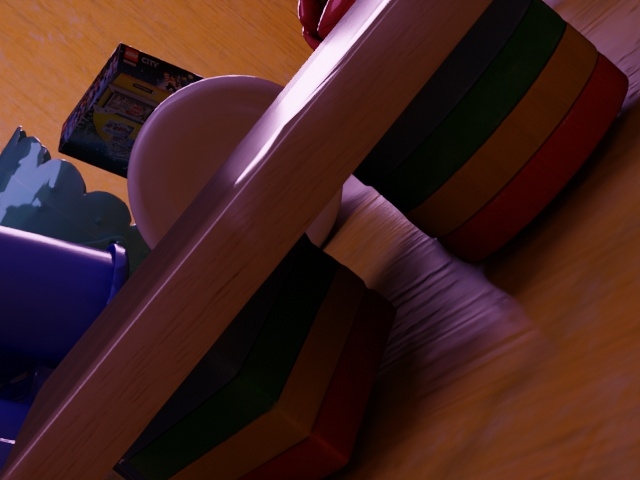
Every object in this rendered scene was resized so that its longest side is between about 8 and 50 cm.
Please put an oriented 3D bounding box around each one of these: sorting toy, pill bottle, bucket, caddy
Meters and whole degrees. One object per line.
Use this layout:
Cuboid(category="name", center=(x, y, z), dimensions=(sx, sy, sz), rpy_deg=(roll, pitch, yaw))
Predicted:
Cuboid(category="sorting toy", center=(0.000, 0.000, 0.561), dimensions=(0.257, 0.089, 0.255), rpy_deg=(-51, 7, -4))
Cuboid(category="pill bottle", center=(-0.065, -0.042, 1.020), dimensions=(0.136, 0.136, 0.246), rpy_deg=(-51, 6, -2))
Cuboid(category="bucket", center=(-0.276, 0.025, 1.582), dimensions=(0.183, 0.281, 0.281), rpy_deg=(-54, 7, -5))
Cuboid(category="caddy", center=(-0.229, 0.119, 1.102), dimensions=(0.341, 0.179, 0.241), rpy_deg=(148, 138, -69))

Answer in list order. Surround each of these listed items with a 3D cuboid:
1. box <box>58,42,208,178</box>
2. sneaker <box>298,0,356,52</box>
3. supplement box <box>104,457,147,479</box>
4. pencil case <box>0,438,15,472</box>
Cuboid(category="box", center=(-0.152, -0.115, 1.610), dimensions=(0.159, 0.233, 0.044), rpy_deg=(-43, 34, 45))
Cuboid(category="sneaker", center=(0.041, -0.138, 0.921), dimensions=(0.107, 0.118, 0.279), rpy_deg=(-50, 7, 4))
Cuboid(category="supplement box", center=(-0.115, 0.108, 0.876), dimensions=(0.083, 0.056, 0.083), rpy_deg=(-54, 7, -28))
Cuboid(category="pencil case", center=(-0.189, 0.204, 0.563), dimensions=(0.133, 0.119, 0.306), rpy_deg=(-20, 21, 27))
